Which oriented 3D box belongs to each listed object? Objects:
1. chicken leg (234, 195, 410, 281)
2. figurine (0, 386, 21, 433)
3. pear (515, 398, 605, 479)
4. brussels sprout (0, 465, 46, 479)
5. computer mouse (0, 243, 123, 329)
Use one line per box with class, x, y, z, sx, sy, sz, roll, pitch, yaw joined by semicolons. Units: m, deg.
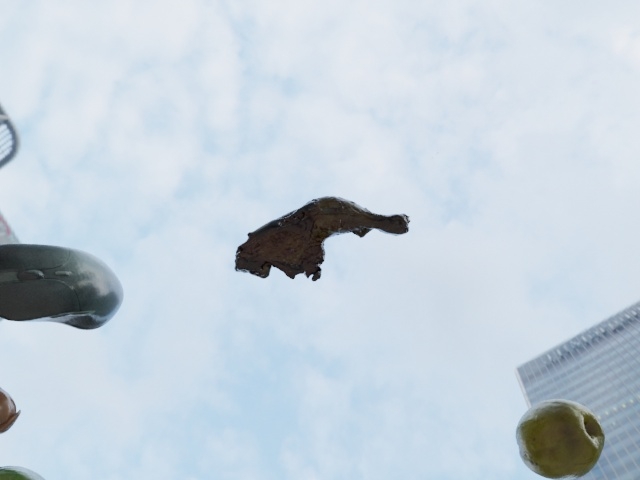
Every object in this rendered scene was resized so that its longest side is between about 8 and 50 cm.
chicken leg;-0.004;-0.008;1.201;0.322;0.177;0.083;-26;-44;-18
figurine;-0.623;0.284;1.199;0.157;0.126;0.114;15;-87;11
pear;0.450;0.379;1.258;0.162;0.149;0.149;-30;-89;35
brussels sprout;-0.429;0.387;0.898;0.155;0.117;0.155;2;-102;-11
computer mouse;-0.512;0.079;1.230;0.090;0.379;0.167;-31;-110;28
